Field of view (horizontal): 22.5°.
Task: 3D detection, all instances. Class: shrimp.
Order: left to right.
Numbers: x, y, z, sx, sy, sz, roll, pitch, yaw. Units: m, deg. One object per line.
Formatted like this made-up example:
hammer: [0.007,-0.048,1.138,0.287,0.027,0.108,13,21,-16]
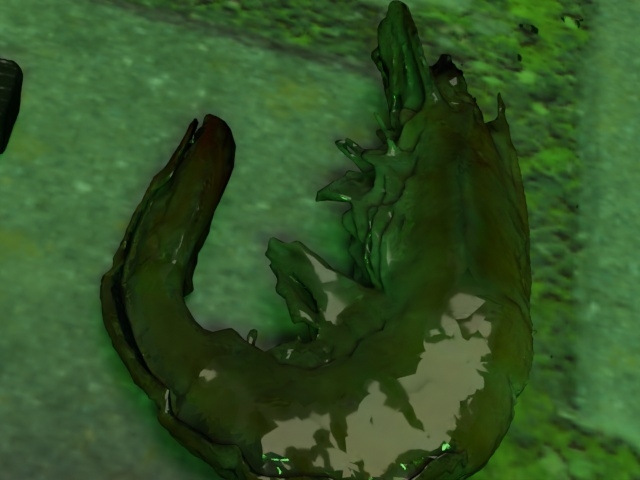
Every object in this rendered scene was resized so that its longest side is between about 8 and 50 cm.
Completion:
shrimp: [0.000,0.001,0.641,0.173,0.058,0.253,0,49,-6]

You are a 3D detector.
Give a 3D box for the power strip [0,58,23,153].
power strip: [-0.179,-0.066,0.656,0.111,0.029,0.038,13,46,-6]
